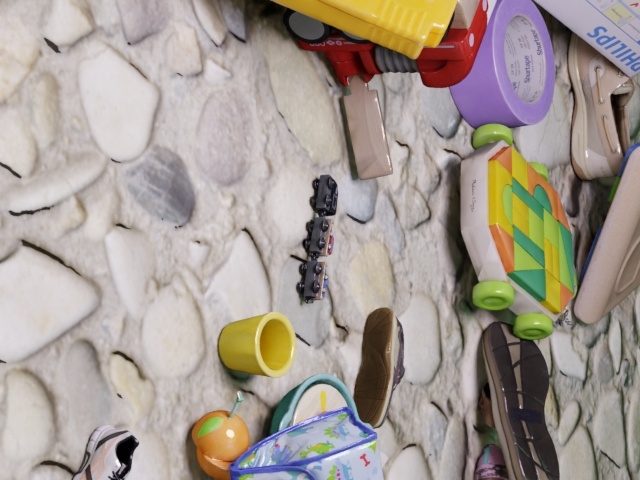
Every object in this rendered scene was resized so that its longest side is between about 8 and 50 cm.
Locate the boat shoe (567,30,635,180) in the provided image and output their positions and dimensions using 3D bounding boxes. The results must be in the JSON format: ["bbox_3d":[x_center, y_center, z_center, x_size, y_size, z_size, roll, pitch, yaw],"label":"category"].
[{"bbox_3d":[0.471,-0.249,2.082,0.109,0.098,0.302,18,71,-51],"label":"boat shoe"}]

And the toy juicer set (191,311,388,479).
[{"bbox_3d":[-0.014,0.244,1.373,0.329,0.089,0.209,50,48,-38],"label":"toy juicer set"}]

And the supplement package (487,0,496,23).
[{"bbox_3d":[0.133,-0.404,1.582,0.177,0.175,0.293,54,46,-35],"label":"supplement package"}]

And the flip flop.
[{"bbox_3d":[0.262,0.237,1.744,0.112,0.080,0.277,15,55,-34],"label":"flip flop"}]

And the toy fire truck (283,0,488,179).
[{"bbox_3d":[0.086,-0.205,1.480,0.246,0.217,0.158,65,38,-47],"label":"toy fire truck"}]

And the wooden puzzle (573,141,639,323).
[{"bbox_3d":[0.531,-0.056,2.072,0.348,0.080,0.322,-22,134,-49],"label":"wooden puzzle"}]

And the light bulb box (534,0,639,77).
[{"bbox_3d":[0.500,-0.476,1.870,0.358,0.361,0.225,24,47,-43],"label":"light bulb box"}]

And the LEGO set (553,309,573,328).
[{"bbox_3d":[0.357,0.107,1.953,0.083,0.023,0.054,56,41,-14],"label":"LEGO set"}]

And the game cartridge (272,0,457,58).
[{"bbox_3d":[0.014,-0.357,1.348,0.053,0.323,0.285,112,0,-58],"label":"game cartridge"}]

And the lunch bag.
[{"bbox_3d":[-0.012,0.257,1.277,0.151,0.096,0.129,-16,111,-19],"label":"lunch bag"}]

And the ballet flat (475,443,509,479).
[{"bbox_3d":[0.291,0.351,1.787,0.221,0.077,0.079,42,49,-37],"label":"ballet flat"}]

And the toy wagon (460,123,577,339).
[{"bbox_3d":[0.297,0.003,1.808,0.344,0.068,0.267,35,50,-46],"label":"toy wagon"}]

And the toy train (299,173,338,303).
[{"bbox_3d":[0.000,0.000,1.477,0.036,0.027,0.158,40,54,-57],"label":"toy train"}]

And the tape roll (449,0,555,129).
[{"bbox_3d":[0.258,-0.253,1.813,0.189,0.080,0.189,8,80,-53],"label":"tape roll"}]

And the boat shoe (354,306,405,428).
[{"bbox_3d":[0.079,0.158,1.537,0.049,0.056,0.152,31,61,-42],"label":"boat shoe"}]

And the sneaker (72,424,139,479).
[{"bbox_3d":[-0.200,0.220,1.163,0.040,0.043,0.109,42,56,-45],"label":"sneaker"}]
